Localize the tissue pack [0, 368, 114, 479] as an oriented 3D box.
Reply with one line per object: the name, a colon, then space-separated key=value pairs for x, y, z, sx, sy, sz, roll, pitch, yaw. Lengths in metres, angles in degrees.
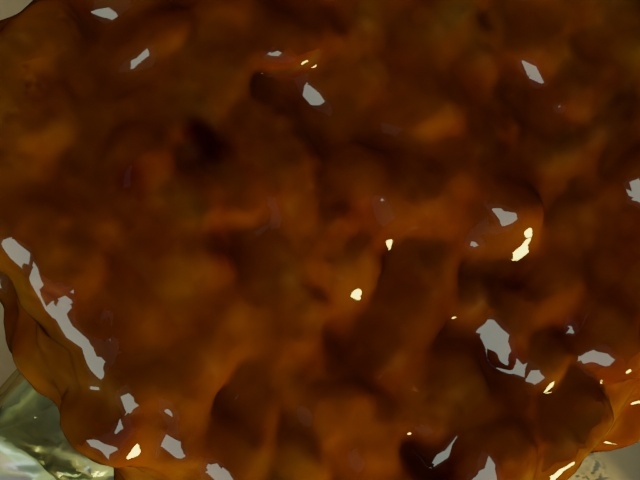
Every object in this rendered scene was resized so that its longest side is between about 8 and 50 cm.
tissue pack: x=-0.128 y=0.244 z=1.036 sx=0.332 sy=0.205 sz=0.405 roll=42 pitch=141 yaw=-4

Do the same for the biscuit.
biscuit: x=0.023 y=-0.015 z=0.590 sx=0.318 sy=0.312 sz=0.110 roll=51 pitch=169 yaw=-6
